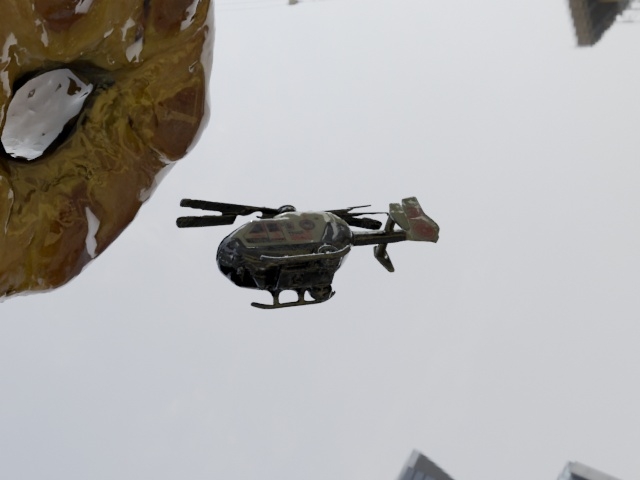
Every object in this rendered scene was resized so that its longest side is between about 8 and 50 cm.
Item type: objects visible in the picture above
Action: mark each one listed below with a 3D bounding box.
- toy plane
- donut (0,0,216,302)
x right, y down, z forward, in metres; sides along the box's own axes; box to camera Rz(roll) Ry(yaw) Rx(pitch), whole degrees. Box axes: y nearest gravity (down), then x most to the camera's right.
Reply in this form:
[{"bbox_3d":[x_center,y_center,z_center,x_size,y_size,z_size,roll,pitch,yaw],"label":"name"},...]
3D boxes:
[{"bbox_3d":[0.000,0.000,0.337,0.120,0.049,0.031,-3,-44,-21],"label":"toy plane"},{"bbox_3d":[-0.208,-0.104,0.530,0.317,0.150,0.299,-21,-51,-58],"label":"donut"}]
